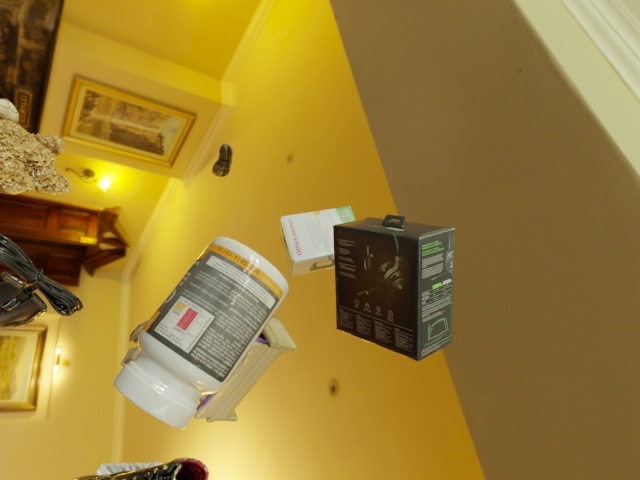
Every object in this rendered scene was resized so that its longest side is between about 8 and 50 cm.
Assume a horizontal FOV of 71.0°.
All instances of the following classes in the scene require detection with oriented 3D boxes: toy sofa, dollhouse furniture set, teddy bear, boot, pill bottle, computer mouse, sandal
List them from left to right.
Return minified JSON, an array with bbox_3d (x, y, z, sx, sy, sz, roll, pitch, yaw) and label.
[{"bbox_3d":[-0.516,0.074,0.697,0.262,0.184,0.060,-9,-142,30],"label":"computer mouse"},{"bbox_3d":[-0.746,-0.233,1.091,0.113,0.245,0.338,-53,-128,29],"label":"teddy bear"},{"bbox_3d":[-0.347,0.458,0.834,0.179,0.236,0.085,-33,-129,22],"label":"boot"},{"bbox_3d":[-0.442,0.331,1.220,0.101,0.182,0.160,-27,-154,25],"label":"dollhouse furniture set"},{"bbox_3d":[-0.188,0.144,0.729,0.162,0.162,0.278,1,-129,57],"label":"pill bottle"},{"bbox_3d":[-0.400,-0.336,1.874,0.049,0.072,0.180,-73,-171,-49],"label":"sandal"},{"bbox_3d":[-0.263,0.399,1.421,0.362,0.177,0.150,-52,-134,13],"label":"toy sofa"}]

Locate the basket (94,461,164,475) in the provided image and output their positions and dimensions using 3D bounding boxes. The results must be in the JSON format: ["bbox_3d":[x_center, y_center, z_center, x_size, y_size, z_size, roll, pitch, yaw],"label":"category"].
[{"bbox_3d":[-0.638,0.979,1.543,0.332,0.266,0.328,-14,-139,25],"label":"basket"}]

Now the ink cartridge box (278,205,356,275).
[{"bbox_3d":[0.000,0.000,1.270,0.093,0.213,0.154,107,-31,-56],"label":"ink cartridge box"}]

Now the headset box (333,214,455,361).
[{"bbox_3d":[0.159,0.085,1.006,0.246,0.131,0.282,10,-73,47],"label":"headset box"}]
